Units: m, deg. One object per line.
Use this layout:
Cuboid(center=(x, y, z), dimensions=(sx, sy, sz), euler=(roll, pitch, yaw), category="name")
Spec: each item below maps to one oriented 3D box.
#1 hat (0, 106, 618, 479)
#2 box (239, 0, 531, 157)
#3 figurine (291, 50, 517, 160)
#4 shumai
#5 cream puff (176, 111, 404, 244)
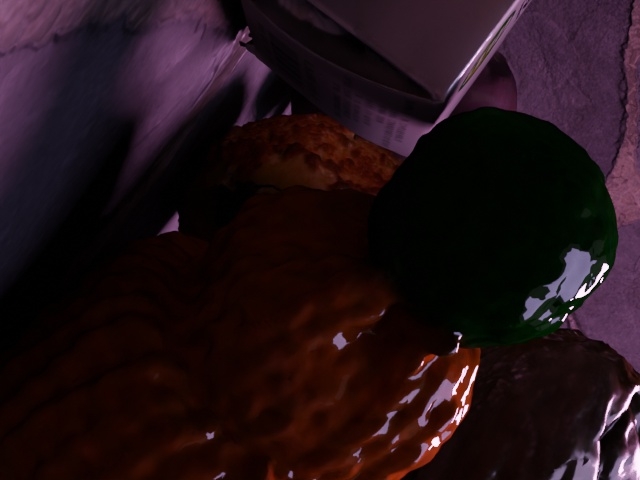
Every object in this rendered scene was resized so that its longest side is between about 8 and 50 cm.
Cuboid(center=(-0.023, 0.050, 0.803), dimensions=(0.400, 0.285, 0.285), euler=(-53, 178, 20), category="hat")
Cuboid(center=(0.094, -0.221, 0.795), dimensions=(0.333, 0.145, 0.173), euler=(-53, 176, -6), category="box")
Cuboid(center=(0.091, -0.194, 1.146), dimensions=(0.218, 0.206, 0.365), euler=(-36, 142, -62), category="figurine")
Cuboid(center=(0.101, 0.164, 1.004), dimensions=(0.346, 0.217, 0.283), euler=(-65, -149, 33), category="shumai")
Cuboid(center=(0.000, -0.001, 1.038), dimensions=(0.164, 0.240, 0.240), euler=(-41, 173, -20), category="cream puff")
